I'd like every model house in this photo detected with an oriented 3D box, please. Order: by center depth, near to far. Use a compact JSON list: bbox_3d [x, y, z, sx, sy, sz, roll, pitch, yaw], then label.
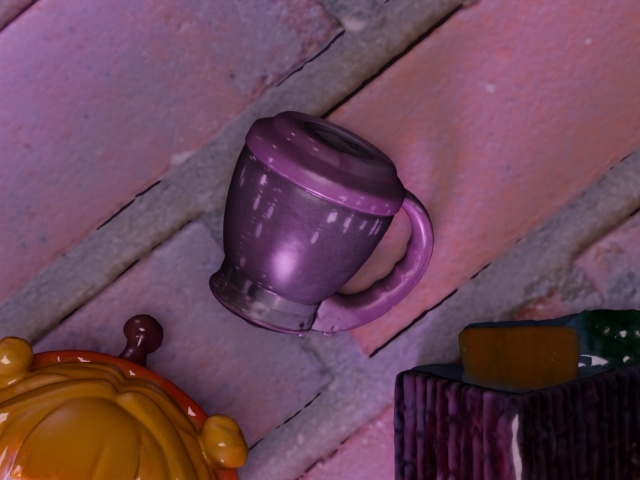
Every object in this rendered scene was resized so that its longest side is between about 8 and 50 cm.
[{"bbox_3d":[0.160,0.195,1.059,0.230,0.249,0.281,-3,93,3],"label":"model house"}]

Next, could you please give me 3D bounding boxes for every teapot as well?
[{"bbox_3d":[-0.007,-0.005,1.144,0.116,0.148,0.146,38,109,37],"label":"teapot"}]

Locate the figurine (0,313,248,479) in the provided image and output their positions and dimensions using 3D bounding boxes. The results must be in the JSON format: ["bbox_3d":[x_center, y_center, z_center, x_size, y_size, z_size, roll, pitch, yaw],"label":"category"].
[{"bbox_3d":[-0.178,0.215,1.112,0.320,0.196,0.323,21,100,-3],"label":"figurine"}]
